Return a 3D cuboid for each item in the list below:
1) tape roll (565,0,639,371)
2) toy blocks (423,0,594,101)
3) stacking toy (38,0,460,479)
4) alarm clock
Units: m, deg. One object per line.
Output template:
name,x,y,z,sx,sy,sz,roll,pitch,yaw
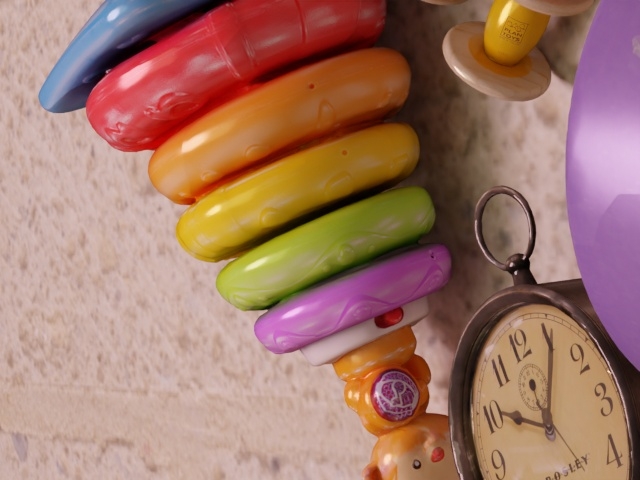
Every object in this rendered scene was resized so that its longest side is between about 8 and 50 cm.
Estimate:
tape roll,0.171,-0.028,0.536,0.080,0.189,0.189,18,111,56
toy blocks,0.087,-0.155,0.774,0.123,0.054,0.148,58,141,33
stacking toy,0.000,0.000,0.877,0.166,0.175,0.302,-31,81,61
alarm clock,0.109,0.063,0.773,0.129,0.064,0.192,-42,63,53
